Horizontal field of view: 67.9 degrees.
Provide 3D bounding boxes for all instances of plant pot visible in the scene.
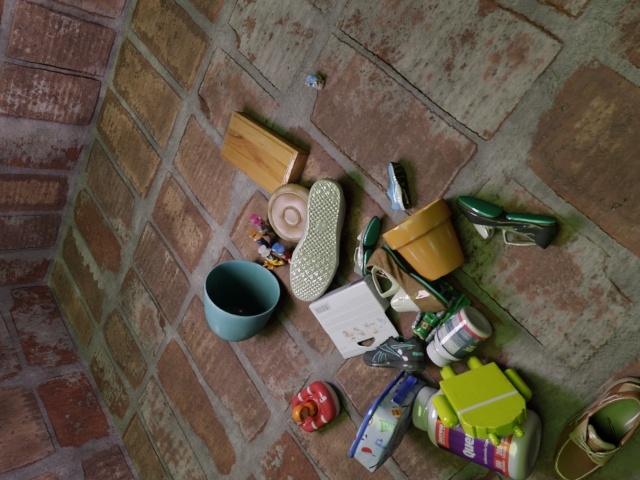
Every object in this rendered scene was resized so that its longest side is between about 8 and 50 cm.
[{"bbox_3d":[-0.103,-0.094,1.777,0.236,0.032,0.237,9,111,24],"label":"plant pot"},{"bbox_3d":[0.316,0.008,1.384,0.205,0.205,0.188,-34,87,37],"label":"plant pot"},{"bbox_3d":[-0.329,0.263,1.897,0.293,0.292,0.235,46,135,28],"label":"plant pot"}]

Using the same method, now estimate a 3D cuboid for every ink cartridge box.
[{"bbox_3d":[0.126,0.269,1.646,0.275,0.060,0.239,-29,99,38],"label":"ink cartridge box"}]

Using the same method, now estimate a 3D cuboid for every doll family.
[{"bbox_3d":[-0.209,0.025,1.855,0.118,0.163,0.263,-40,64,1],"label":"doll family"}]

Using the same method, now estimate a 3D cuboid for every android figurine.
[{"bbox_3d":[0.426,0.417,1.248,0.273,0.248,0.056,-118,9,-63],"label":"android figurine"}]

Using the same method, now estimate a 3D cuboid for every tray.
[{"bbox_3d":[-0.235,-0.343,1.895,0.410,0.076,0.203,38,116,33],"label":"tray"}]

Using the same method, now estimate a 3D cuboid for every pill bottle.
[{"bbox_3d":[0.427,0.517,1.323,0.322,0.181,0.182,8,98,40],"label":"pill bottle"},{"bbox_3d":[0.397,0.284,1.379,0.108,0.107,0.180,52,124,25],"label":"pill bottle"}]

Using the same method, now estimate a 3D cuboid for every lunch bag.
[{"bbox_3d":[0.211,0.532,1.443,0.114,0.303,0.244,26,112,22],"label":"lunch bag"}]

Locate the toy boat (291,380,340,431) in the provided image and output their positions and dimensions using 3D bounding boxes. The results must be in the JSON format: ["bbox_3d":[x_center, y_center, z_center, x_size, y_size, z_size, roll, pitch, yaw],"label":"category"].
[{"bbox_3d":[-0.041,0.622,1.755,0.231,0.151,0.151,-46,66,34],"label":"toy boat"}]

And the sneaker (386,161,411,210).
[{"bbox_3d":[0.233,-0.170,1.514,0.073,0.063,0.162,-13,85,44],"label":"sneaker"}]

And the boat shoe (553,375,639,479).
[{"bbox_3d":[0.670,0.465,1.151,0.122,0.119,0.324,38,117,32],"label":"boat shoe"}]

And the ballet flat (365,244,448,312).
[{"bbox_3d":[0.240,0.138,1.436,0.124,0.116,0.342,-42,41,-1],"label":"ballet flat"}]

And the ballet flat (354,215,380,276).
[{"bbox_3d":[0.148,0.017,1.597,0.068,0.072,0.214,20,106,44],"label":"ballet flat"}]

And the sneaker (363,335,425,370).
[{"bbox_3d":[0.236,0.359,1.525,0.267,0.101,0.106,-15,70,54],"label":"sneaker"}]

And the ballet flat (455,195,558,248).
[{"bbox_3d":[0.489,-0.042,1.288,0.280,0.095,0.096,22,120,37],"label":"ballet flat"}]

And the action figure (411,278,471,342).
[{"bbox_3d":[0.341,0.237,1.458,0.137,0.063,0.232,41,122,28],"label":"action figure"}]

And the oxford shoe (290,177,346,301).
[{"bbox_3d":[0.000,0.000,1.683,0.168,0.130,0.450,13,102,7],"label":"oxford shoe"}]

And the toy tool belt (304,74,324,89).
[{"bbox_3d":[-0.029,-0.574,1.712,0.083,0.051,0.052,31,113,35],"label":"toy tool belt"}]
